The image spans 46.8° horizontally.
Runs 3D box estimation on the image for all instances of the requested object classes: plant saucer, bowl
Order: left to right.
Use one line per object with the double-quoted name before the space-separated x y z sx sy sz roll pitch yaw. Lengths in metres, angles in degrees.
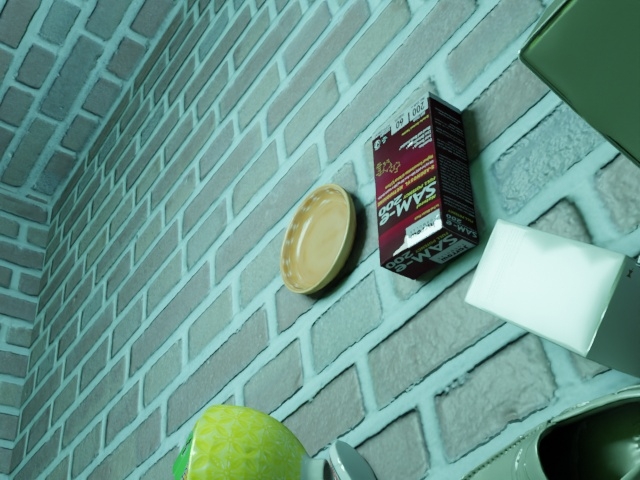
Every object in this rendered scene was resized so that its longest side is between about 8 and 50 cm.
"bowl" -0.063 0.361 1.000 0.156 0.289 0.289 -6 56 8
"plant saucer" 0.000 0.000 1.275 0.200 0.037 0.200 -35 44 42

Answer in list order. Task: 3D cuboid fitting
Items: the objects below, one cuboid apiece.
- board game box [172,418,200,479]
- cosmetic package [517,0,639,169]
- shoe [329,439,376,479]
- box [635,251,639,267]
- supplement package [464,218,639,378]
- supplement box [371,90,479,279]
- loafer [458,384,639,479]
"board game box" -0.200 0.439 1.315 0.124 0.039 0.259 -61 34 10
"cosmetic package" 0.288 -0.182 0.678 0.113 0.160 0.309 -48 1 29
"shoe" 0.039 0.350 0.968 0.081 0.063 0.178 -53 38 15
"box" 0.367 0.016 0.571 0.156 0.158 0.093 25 95 59
"supplement package" 0.258 0.056 0.770 0.179 0.105 0.105 25 92 60
"supplement box" 0.145 -0.079 1.064 0.130 0.073 0.239 -35 45 42
"loafer" 0.232 0.213 0.704 0.319 0.111 0.112 -42 39 36
